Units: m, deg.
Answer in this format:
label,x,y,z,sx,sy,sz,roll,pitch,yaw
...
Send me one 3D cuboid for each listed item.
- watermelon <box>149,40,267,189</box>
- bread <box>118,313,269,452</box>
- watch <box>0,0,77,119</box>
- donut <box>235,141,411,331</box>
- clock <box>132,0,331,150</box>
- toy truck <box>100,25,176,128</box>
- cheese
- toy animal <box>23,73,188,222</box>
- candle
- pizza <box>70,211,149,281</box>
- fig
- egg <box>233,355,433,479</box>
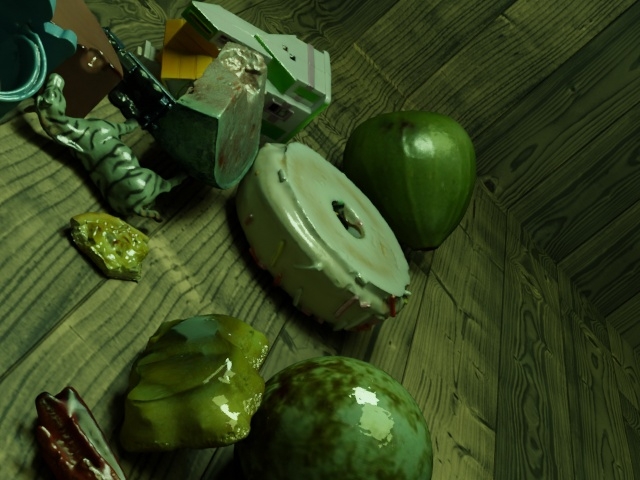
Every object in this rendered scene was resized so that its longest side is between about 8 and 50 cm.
label,x,y,z,sx,sy,sz,roll,pitch,yaw
watermelon,-0.175,-0.208,1.741,0.148,0.226,0.318,22,1,6
bread,-0.149,0.159,1.309,0.233,0.160,0.088,-89,165,-59
watch,-0.432,-0.240,1.434,0.211,0.211,0.193,40,44,-26
donut,0.000,0.000,1.942,0.382,0.142,0.383,42,22,-21
clock,-0.172,-0.289,1.998,0.309,0.235,0.166,26,44,-29
toy truck,-0.316,-0.268,1.861,0.202,0.074,0.088,47,15,-7
cheese,-0.382,-0.274,1.646,0.177,0.128,0.203,47,18,-4
toy animal,-0.309,-0.134,1.619,0.255,0.090,0.170,42,25,-13
candle,-0.200,0.277,1.119,0.302,0.059,0.084,54,29,11
pizza,-0.273,0.005,1.499,0.160,0.036,0.099,15,39,-58
fig,0.202,-0.130,2.454,0.316,0.316,0.316,42,20,-20
egg,0.011,0.257,1.357,0.238,0.238,0.289,45,-6,-12
